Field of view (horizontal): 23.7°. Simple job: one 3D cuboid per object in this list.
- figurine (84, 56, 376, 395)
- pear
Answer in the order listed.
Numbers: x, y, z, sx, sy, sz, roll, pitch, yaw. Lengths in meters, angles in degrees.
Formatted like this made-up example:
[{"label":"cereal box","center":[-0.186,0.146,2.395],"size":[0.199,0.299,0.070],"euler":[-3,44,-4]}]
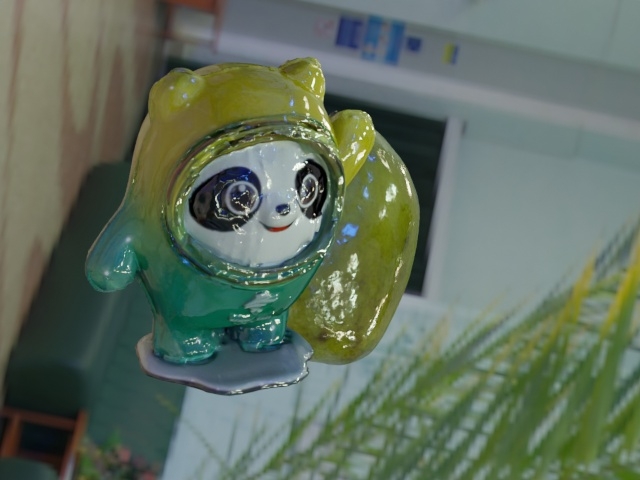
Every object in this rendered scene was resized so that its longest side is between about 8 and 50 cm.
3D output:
[{"label":"figurine","center":[-0.093,-0.027,1.608],"size":[0.231,0.323,0.340],"euler":[40,-50,53]},{"label":"pear","center":[0.000,0.000,1.903],"size":[0.253,0.252,0.307],"euler":[104,-15,-88]}]
